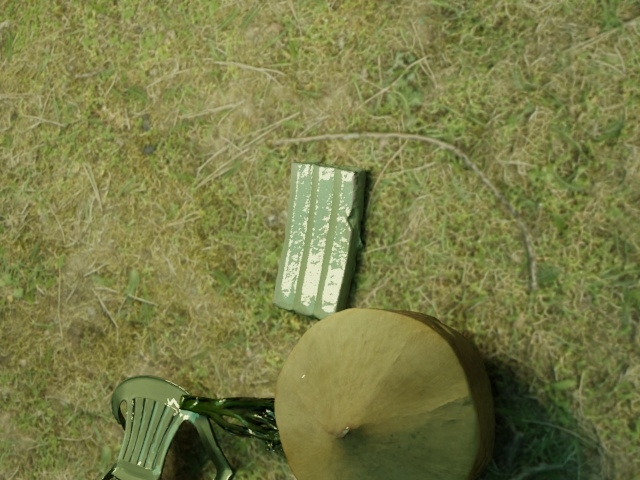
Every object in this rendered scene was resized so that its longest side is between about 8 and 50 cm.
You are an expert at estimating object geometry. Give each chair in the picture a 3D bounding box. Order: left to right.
[{"bbox_3d":[-0.265,0.370,1.868,0.203,0.190,0.274,10,63,26],"label":"chair"}]

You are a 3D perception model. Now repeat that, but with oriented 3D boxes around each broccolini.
[{"bbox_3d":[-0.108,0.256,1.825,0.203,0.068,0.091,20,108,-1],"label":"broccolini"}]

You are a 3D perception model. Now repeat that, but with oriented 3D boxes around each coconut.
[{"bbox_3d":[0.088,0.236,1.618,0.329,0.329,0.328,-2,86,27],"label":"coconut"}]

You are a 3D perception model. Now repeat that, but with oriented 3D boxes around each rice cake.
[{"bbox_3d":[0.000,0.000,1.833,0.127,0.043,0.237,11,92,28],"label":"rice cake"}]
